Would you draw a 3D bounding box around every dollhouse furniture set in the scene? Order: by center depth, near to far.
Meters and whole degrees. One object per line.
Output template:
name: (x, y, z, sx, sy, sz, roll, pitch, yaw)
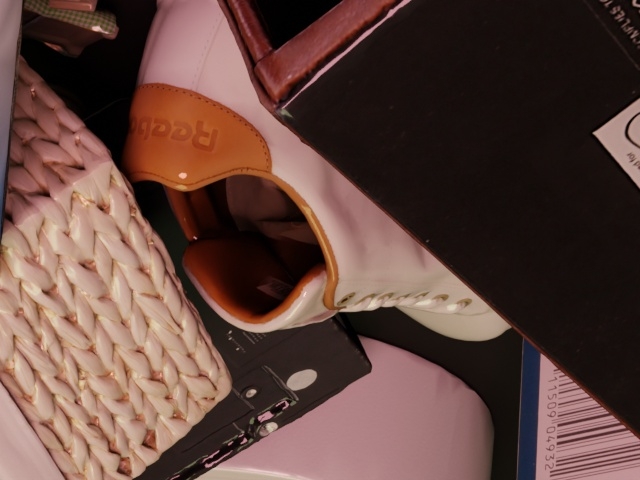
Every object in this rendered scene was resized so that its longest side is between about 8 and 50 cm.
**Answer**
dollhouse furniture set: (-0.106, -0.119, 0.675, 0.076, 0.058, 0.151, 12, 173, -23)

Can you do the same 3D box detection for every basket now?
basket: (-0.118, 0.019, 0.669, 0.113, 0.103, 0.167, 44, 165, 39)

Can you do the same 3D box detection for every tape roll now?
tape roll: (-0.033, 0.152, 1.091, 0.286, 0.100, 0.286, 6, 153, 3)

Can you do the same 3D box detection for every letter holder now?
letter holder: (0.095, -0.076, 0.597, 0.152, 0.214, 0.302, -38, 134, 13)

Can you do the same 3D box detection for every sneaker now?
sneaker: (0.000, 0.000, 0.748, 0.106, 0.123, 0.290, 6, 157, 35)

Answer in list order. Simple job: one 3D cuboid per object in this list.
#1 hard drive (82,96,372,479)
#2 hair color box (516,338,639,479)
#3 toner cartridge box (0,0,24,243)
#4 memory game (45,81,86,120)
hard drive: (-0.165, 0.084, 0.866, 0.339, 0.064, 0.237, -33, 143, 6)
hair color box: (0.247, 0.157, 0.943, 0.105, 0.174, 0.347, -17, 144, 37)
toner cartridge box: (-0.254, -0.097, 0.517, 0.348, 0.075, 0.165, 32, 143, 10)
memory game: (-0.174, -0.041, 0.853, 0.186, 0.012, 0.186, 6, 153, 3)
